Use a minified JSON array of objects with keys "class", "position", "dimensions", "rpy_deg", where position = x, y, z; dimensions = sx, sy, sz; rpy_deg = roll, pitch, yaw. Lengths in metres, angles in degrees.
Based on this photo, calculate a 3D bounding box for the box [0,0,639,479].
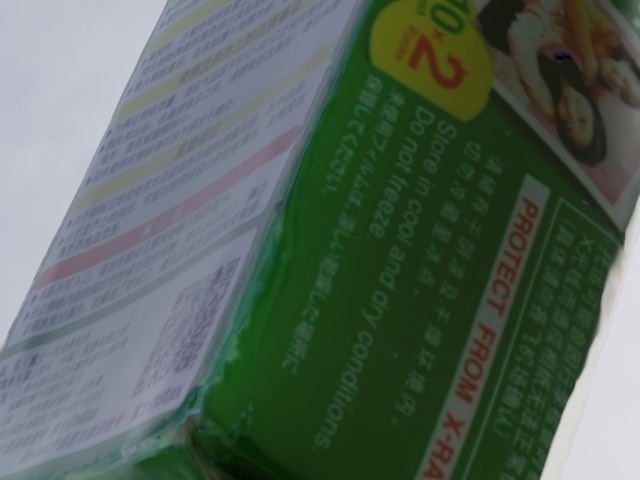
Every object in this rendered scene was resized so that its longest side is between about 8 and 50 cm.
[{"class":"box","position":[0.000,0.000,0.547],"dimensions":[0.103,0.250,0.180],"rpy_deg":[35,-31,-21]}]
